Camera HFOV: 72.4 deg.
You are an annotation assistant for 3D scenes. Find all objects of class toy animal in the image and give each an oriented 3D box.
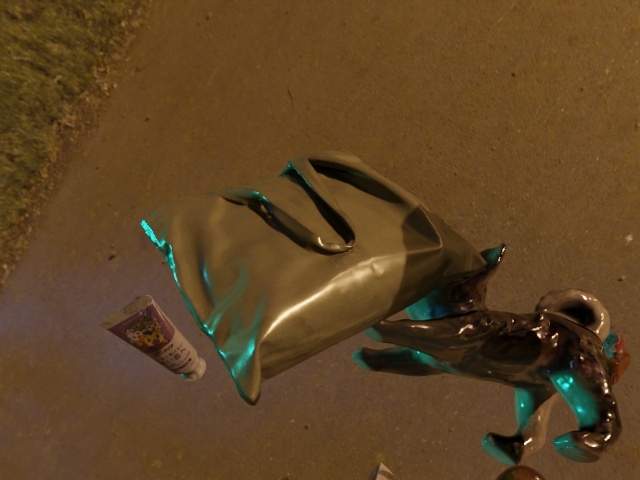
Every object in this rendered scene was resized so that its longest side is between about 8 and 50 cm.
[{"bbox_3d":[0.252,0.126,0.662,0.344,0.194,0.302,32,55,18],"label":"toy animal"}]

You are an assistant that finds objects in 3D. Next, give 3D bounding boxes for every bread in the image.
[{"bbox_3d":[1.012,0.422,1.485,0.044,0.129,0.126,4,109,52],"label":"bread"}]

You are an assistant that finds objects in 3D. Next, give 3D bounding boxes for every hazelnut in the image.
[{"bbox_3d":[0.651,0.846,1.398,0.229,0.229,0.229,-4,81,26],"label":"hazelnut"}]

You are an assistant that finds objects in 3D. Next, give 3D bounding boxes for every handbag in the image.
[{"bbox_3d":[-0.005,-0.001,0.480,0.253,0.316,0.109,44,144,33],"label":"handbag"}]

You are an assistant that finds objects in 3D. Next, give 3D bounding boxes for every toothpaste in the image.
[{"bbox_3d":[-0.358,0.232,0.992,0.114,0.299,0.073,-29,47,-5],"label":"toothpaste"}]

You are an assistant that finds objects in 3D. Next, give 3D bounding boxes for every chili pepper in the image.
[{"bbox_3d":[0.573,0.201,0.856,0.041,0.153,0.050,-7,95,22],"label":"chili pepper"}]

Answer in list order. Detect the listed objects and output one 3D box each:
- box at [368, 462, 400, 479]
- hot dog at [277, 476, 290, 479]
[{"bbox_3d":[0.162,0.624,1.030,0.123,0.229,0.050,40,96,14],"label":"box"},{"bbox_3d":[-0.038,0.433,0.666,0.028,0.044,0.137,-33,61,7],"label":"hot dog"}]
